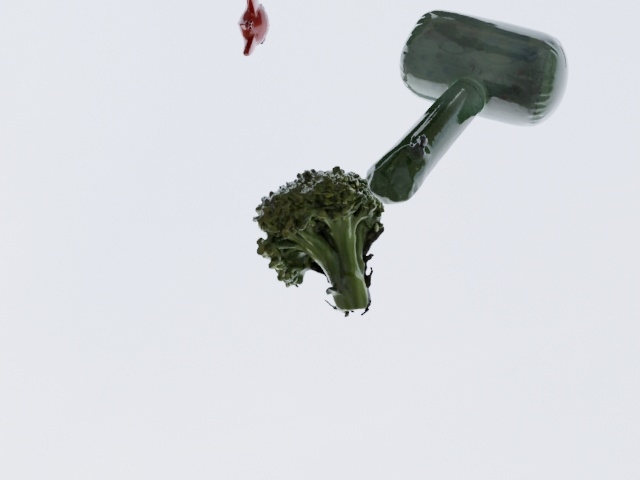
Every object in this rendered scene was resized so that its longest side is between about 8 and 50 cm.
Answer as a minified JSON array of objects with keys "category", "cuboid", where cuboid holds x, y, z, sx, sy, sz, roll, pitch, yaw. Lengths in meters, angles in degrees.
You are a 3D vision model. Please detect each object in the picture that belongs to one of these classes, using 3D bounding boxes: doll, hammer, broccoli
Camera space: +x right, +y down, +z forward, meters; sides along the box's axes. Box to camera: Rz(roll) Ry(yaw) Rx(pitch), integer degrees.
[{"category":"doll","cuboid":[-0.119,-0.406,1.377,0.057,0.169,0.109,8,-72,9]},{"category":"hammer","cuboid":[0.145,-0.150,0.838,0.206,0.119,0.335,20,-134,25]},{"category":"broccoli","cuboid":[-0.009,-0.015,1.242,0.242,0.180,0.273,-28,-129,23]}]
